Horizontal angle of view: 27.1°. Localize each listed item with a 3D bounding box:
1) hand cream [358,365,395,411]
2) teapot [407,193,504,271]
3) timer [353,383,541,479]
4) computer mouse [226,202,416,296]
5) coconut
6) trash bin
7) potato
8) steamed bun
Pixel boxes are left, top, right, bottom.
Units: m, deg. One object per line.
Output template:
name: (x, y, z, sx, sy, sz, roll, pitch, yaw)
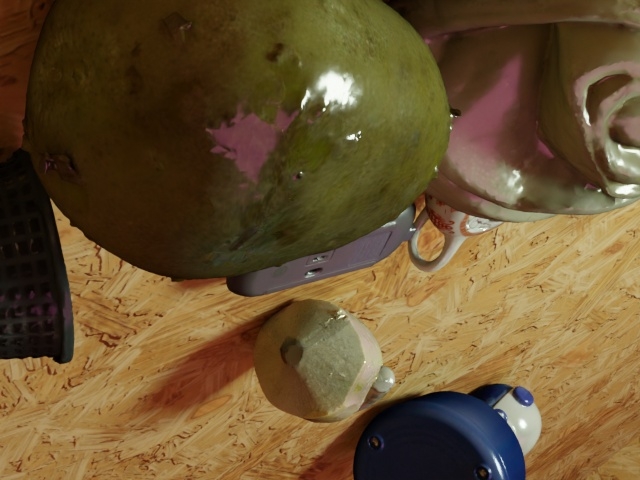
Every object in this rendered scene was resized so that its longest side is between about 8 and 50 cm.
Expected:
hand cream: (0.084, 0.223, 1.996, 0.061, 0.039, 0.143, -33, 166, -18)
teapot: (0.182, -0.061, 1.499, 0.245, 0.116, 0.159, -51, 163, 29)
timer: (0.253, 0.346, 2.224, 0.270, 0.270, 0.383, -48, 167, 29)
computer mouse: (-0.001, -0.001, 1.445, 0.232, 0.057, 0.120, -15, 150, -30)
coconut: (-0.006, 0.146, 1.609, 0.147, 0.147, 0.152, -37, 158, 6)
trash bin: (-0.289, 0.023, 1.034, 0.161, 0.175, 0.175, -9, 148, -19)
potato: (-0.052, -0.088, 1.009, 0.270, 0.219, 0.359, -44, 149, 24)
steamed bun: (0.242, -0.158, 1.221, 0.367, 0.255, 0.342, -42, 152, 14)
